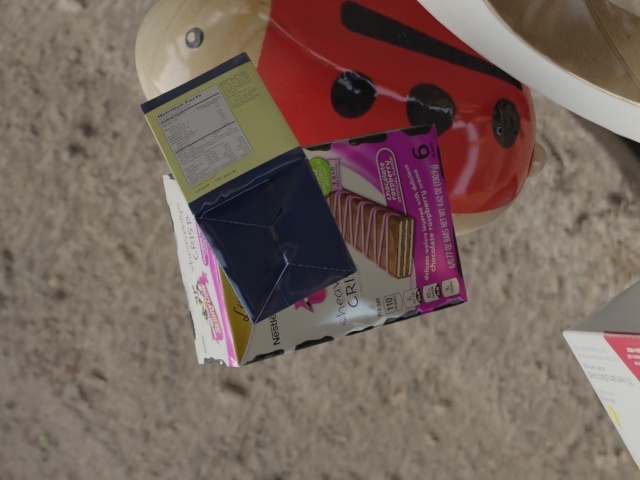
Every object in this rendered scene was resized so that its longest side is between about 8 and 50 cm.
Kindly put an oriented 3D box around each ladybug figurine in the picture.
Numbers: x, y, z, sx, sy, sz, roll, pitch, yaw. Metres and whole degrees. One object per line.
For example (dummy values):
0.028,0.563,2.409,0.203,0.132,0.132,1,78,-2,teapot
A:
0.041,-0.160,1.415,0.449,0.305,0.162,15,142,-19,ladybug figurine

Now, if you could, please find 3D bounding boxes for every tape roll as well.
0.216,-0.166,0.967,0.392,0.392,0.072,32,83,-10,tape roll

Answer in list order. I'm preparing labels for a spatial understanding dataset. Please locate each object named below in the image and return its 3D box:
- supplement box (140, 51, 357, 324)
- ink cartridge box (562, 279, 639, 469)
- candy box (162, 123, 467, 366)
-0.033,-0.024,0.644,0.056,0.083,0.083,-27,137,-3,supplement box
0.513,0.244,1.786,0.160,0.279,0.385,-32,96,-14,ink cartridge box
0.000,0.000,1.147,0.071,0.233,0.159,-4,99,58,candy box
